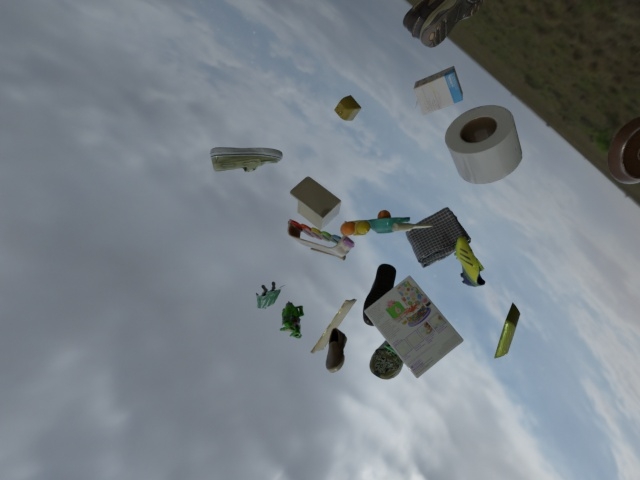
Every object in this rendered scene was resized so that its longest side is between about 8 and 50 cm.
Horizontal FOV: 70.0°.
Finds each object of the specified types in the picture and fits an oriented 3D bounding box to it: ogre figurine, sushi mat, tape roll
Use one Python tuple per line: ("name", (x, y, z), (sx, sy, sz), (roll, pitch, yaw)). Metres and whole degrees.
("ogre figurine", (-0.115, 0.334, 1.923), (0.197, 0.097, 0.118), (36, -133, -47))
("sushi mat", (0.065, 0.410, 2.194), (0.019, 0.316, 0.151), (36, -169, 20))
("tape roll", (0.603, -0.353, 1.691), (0.169, 0.246, 0.246), (50, -164, -43))

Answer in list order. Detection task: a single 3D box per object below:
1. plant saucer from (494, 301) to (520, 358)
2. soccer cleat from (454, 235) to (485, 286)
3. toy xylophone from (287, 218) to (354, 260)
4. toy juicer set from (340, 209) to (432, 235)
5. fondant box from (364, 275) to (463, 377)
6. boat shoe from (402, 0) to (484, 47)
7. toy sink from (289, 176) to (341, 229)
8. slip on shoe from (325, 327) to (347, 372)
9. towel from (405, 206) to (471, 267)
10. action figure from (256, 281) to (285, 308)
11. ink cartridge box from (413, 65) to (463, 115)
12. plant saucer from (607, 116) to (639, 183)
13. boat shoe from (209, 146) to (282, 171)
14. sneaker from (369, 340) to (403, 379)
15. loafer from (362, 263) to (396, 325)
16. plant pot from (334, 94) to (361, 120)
("plant saucer", (0.775, 0.375, 1.882), (0.045, 0.188, 0.188), (18, -156, 25))
("soccer cleat", (0.722, 0.100, 2.191), (0.093, 0.121, 0.289), (-46, -55, -38))
("toy xylophone", (0.000, 0.000, 2.059), (0.322, 0.081, 0.236), (19, 170, 22))
("toy juicer set", (0.223, -0.070, 1.696), (0.209, 0.329, 0.089), (-2, -92, -56))
("fondant box", (0.369, 0.344, 1.838), (0.330, 0.238, 0.096), (52, 178, 13))
("boat shoe", (0.369, -0.699, 1.303), (0.130, 0.132, 0.355), (38, -112, 18))
("toy sink", (-0.032, -0.193, 2.386), (0.234, 0.131, 0.153), (38, -117, 15))
("slip on shoe", (0.036, 0.272, 1.141), (0.041, 0.051, 0.135), (59, -153, -19))
("towel", (0.599, -0.021, 2.357), (0.121, 0.283, 0.235), (49, -162, -40))
("action figure", (-0.245, 0.258, 2.066), (0.137, 0.232, 0.063), (-14, -115, -22))
("ink cartridge box", (0.351, -0.453, 1.394), (0.090, 0.143, 0.092), (62, -153, -23))
("plant saucer", (0.789, -0.218, 1.119), (0.168, 0.168, 0.029), (32, -169, -20))
("boat shoe", (-0.297, -0.324, 1.853), (0.302, 0.109, 0.094), (-5, -87, -25))
("sneaker", (0.363, 0.471, 2.150), (0.158, 0.182, 0.410), (25, -134, 26))
("loafer", (0.309, 0.294, 2.339), (0.134, 0.130, 0.366), (19, -126, 12))
("plant pot", (0.108, -0.570, 1.979), (0.083, 0.081, 0.081), (-23, -109, -43))
